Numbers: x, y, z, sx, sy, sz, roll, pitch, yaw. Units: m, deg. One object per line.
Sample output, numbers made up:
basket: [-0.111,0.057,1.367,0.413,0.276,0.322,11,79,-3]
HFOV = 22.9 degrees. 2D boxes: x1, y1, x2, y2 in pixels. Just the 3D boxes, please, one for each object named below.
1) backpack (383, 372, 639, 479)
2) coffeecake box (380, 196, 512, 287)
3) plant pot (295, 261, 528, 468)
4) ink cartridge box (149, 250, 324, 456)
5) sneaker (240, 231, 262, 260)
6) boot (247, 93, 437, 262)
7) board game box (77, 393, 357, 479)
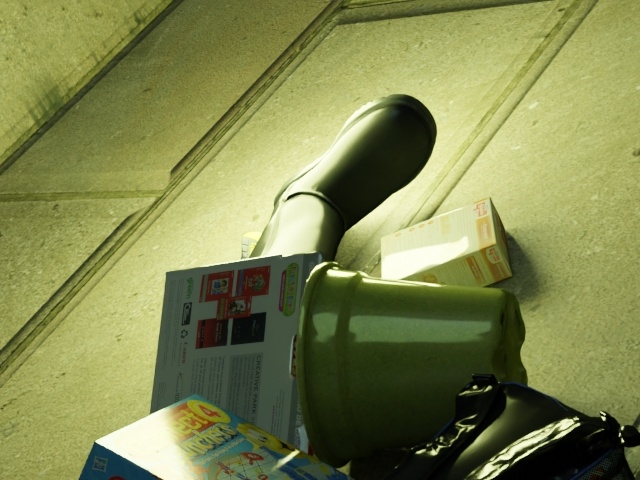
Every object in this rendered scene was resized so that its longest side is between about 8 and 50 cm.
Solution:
backpack: [0.201,0.303,1.789,0.263,0.213,0.276,-28,19,-24]
coffeecake box: [0.189,0.024,2.405,0.185,0.068,0.142,-21,28,14]
plant pot: [0.132,0.158,2.073,0.254,0.276,0.276,-4,35,18]
ink cartridge box: [-0.088,0.188,2.184,0.272,0.130,0.309,-9,64,32]
sneaker: [-0.116,0.057,2.650,0.053,0.059,0.144,10,56,7]
boot: [-0.001,0.001,2.463,0.367,0.146,0.445,-42,12,38]
board game box: [-0.091,0.310,1.856,0.302,0.086,0.308,27,12,13]
